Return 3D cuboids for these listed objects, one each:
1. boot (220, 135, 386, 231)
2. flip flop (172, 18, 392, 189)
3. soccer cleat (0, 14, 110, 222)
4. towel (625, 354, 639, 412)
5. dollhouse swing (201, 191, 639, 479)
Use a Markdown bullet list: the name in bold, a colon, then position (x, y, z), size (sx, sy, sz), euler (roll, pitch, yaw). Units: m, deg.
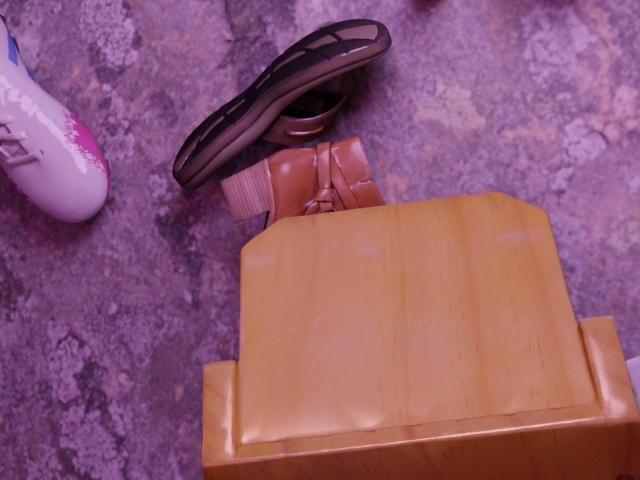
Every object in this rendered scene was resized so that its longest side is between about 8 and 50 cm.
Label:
- **boot**: position (0.000, 0.000, 1.266), size (0.152, 0.073, 0.197), euler (-19, 107, -1)
- **flip flop**: position (-0.035, -0.130, 1.278), size (0.277, 0.112, 0.080), euler (-37, 111, 20)
- **soccer cleat**: position (-0.368, -0.151, 1.407), size (0.116, 0.143, 0.331), euler (-44, 71, 18)
- **towel**: position (0.337, 0.146, 1.124), size (0.152, 0.023, 0.113), euler (-21, 76, 26)
- **dollhouse swing**: position (0.088, 0.167, 1.144), size (0.347, 0.305, 0.315), euler (-8, 115, 3)
